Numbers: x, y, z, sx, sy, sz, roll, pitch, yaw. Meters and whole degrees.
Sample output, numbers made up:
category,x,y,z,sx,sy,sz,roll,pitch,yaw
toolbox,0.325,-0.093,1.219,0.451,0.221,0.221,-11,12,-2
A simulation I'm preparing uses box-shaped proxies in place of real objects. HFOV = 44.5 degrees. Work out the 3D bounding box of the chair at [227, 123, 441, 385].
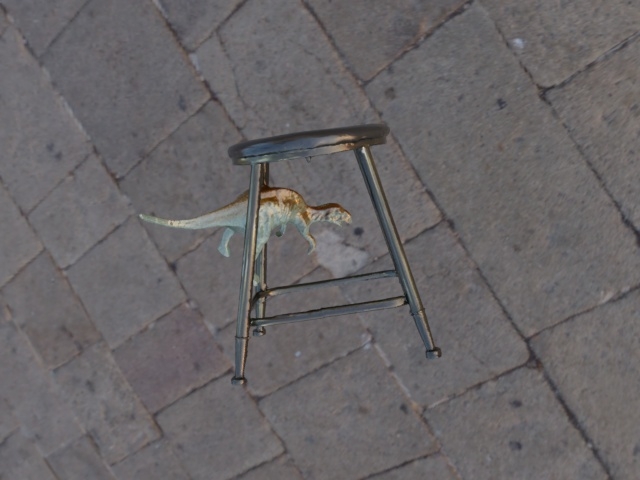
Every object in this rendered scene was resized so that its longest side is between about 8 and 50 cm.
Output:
category,x,y,z,sx,sy,sz,roll,pitch,yaw
chair,0.000,0.000,1.461,0.362,0.364,0.409,-8,97,3

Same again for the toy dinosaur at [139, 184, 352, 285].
category,x,y,z,sx,sy,sz,roll,pitch,yaw
toy dinosaur,-0.146,-0.026,1.470,0.393,0.092,0.205,15,122,-22
